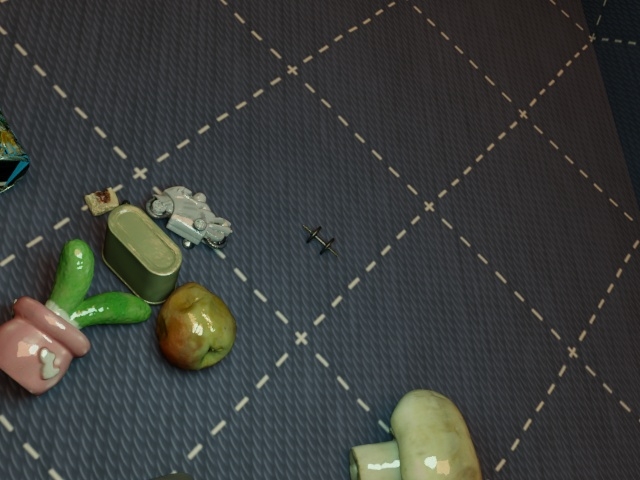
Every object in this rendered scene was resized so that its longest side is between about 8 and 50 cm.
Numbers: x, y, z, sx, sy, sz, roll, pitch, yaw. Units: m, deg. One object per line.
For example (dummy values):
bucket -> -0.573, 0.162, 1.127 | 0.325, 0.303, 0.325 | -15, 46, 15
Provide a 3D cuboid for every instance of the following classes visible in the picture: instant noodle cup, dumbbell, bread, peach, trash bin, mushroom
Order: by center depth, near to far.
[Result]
instant noodle cup -> -0.899, -0.232, 1.627 | 0.240, 0.240, 0.178 | -38, 86, -30
trash bin -> -0.478, 0.043, 1.652 | 0.243, 0.247, 0.121 | 46, 61, 2
mushroom -> 0.280, 0.580, 1.656 | 0.353, 0.325, 0.353 | 6, 73, -21
peach -> -0.335, 0.222, 1.660 | 0.214, 0.214, 0.235 | -10, 60, -25
bread -> -0.631, -0.111, 1.784 | 0.083, 0.035, 0.070 | -19, 76, -30
dumbbell -> 0.000, 0.000, 1.956 | 0.147, 0.069, 0.069 | 41, 59, 0

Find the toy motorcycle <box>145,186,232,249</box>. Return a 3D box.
toy motorcycle -> -0.380, -0.080, 1.831 | 0.260, 0.110, 0.171 | 28, 48, -13

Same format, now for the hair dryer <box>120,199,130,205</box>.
hair dryer -> -0.550, -0.072, 1.805 | 0.083, 0.031, 0.079 | 18, 72, -22

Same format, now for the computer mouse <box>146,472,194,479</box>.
computer mouse -> -0.414, 0.649, 1.512 | 0.232, 0.057, 0.120 | -6, 69, -24

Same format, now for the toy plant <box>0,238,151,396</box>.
toy plant -> -0.640, 0.214, 1.551 | 0.356, 0.211, 0.317 | -58, 133, -30

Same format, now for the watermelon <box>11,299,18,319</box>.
watermelon -> -0.773, 0.182, 1.599 | 0.061, 0.085, 0.085 | 27, 55, 26
